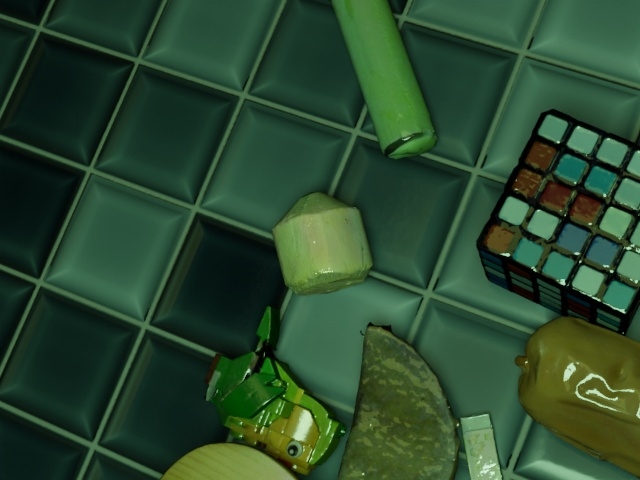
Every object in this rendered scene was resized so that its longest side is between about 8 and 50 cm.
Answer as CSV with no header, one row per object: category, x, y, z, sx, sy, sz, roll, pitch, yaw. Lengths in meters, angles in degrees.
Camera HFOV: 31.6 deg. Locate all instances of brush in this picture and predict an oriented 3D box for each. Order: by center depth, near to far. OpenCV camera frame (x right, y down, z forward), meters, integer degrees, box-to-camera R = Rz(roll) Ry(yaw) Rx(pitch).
brush,-0.064,0.352,1.258,0.266,0.166,0.174,26,62,27

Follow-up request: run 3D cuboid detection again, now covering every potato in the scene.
potato,0.095,0.230,1.314,0.138,0.098,0.243,9,69,10

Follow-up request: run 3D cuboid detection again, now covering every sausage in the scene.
sausage,0.332,0.175,1.255,0.241,0.120,0.136,28,77,18

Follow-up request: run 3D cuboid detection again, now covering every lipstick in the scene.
lipstick,0.071,-0.247,1.449,0.076,0.076,0.304,-21,72,8

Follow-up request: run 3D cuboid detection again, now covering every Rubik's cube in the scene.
Rubik's cube,0.299,-0.013,1.278,0.187,0.184,0.182,26,84,20

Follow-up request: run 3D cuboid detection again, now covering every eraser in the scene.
eraser,0.189,0.246,1.326,0.038,0.019,0.083,-11,74,12

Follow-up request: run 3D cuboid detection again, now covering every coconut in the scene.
coconut,0.000,0.000,1.384,0.116,0.116,0.122,-13,79,10

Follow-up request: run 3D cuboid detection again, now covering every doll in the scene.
doll,-0.053,0.193,1.352,0.134,0.106,0.186,-40,71,3
